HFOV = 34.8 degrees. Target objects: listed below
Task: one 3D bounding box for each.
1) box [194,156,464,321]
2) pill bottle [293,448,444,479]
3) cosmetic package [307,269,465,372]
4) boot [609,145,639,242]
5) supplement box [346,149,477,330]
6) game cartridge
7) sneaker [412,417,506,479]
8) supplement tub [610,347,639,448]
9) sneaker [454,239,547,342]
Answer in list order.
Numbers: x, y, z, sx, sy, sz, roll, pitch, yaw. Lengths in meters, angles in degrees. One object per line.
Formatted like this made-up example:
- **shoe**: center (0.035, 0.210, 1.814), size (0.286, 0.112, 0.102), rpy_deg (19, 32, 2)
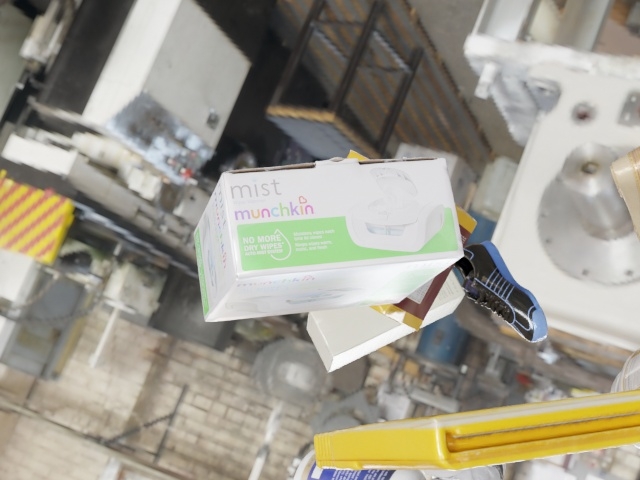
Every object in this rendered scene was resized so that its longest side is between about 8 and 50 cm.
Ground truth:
- **box**: center (0.000, 0.000, 1.198), size (0.261, 0.127, 0.231), rpy_deg (-4, 166, -17)
- **pill bottle**: center (0.094, 0.449, 1.745), size (0.264, 0.153, 0.153), rpy_deg (4, 162, 32)
- **cosmetic package**: center (0.134, 0.150, 2.147), size (0.113, 0.309, 0.160), rpy_deg (63, 168, 16)
- **boot**: center (0.509, -0.074, 1.353), size (0.206, 0.090, 0.248), rpy_deg (-19, 150, 19)
- **supplement box**: center (0.096, 0.000, 1.555), size (0.191, 0.194, 0.129), rpy_deg (29, 179, 32)
- **game cartridge**: center (0.173, 0.192, 1.017), size (0.285, 0.053, 0.323), rpy_deg (-3, 167, -20)
- **sneaker**: center (0.301, 0.538, 2.289), size (0.137, 0.210, 0.366), rpy_deg (-13, 144, 34)
- **supplement tub**: center (0.452, 0.175, 1.235), size (0.144, 0.144, 0.200), rpy_deg (22, 151, -2)
- **sneaker**: center (0.321, 0.101, 1.872), size (0.232, 0.090, 0.081), rpy_deg (58, 153, 34)
